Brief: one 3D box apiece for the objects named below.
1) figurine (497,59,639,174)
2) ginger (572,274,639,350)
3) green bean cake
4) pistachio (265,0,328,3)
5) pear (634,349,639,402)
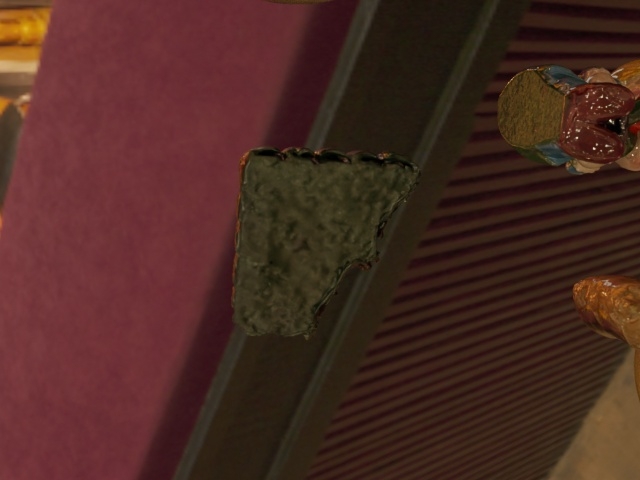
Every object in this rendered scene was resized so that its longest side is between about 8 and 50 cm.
[{"bbox_3d":[0.309,-0.123,0.928,0.185,0.234,0.127,-157,74,-74],"label":"figurine"},{"bbox_3d":[0.333,0.078,1.048,0.095,0.069,0.190,58,174,-8],"label":"ginger"},{"bbox_3d":[0.000,0.000,1.023,0.107,0.194,0.208,-138,53,-77],"label":"green bean cake"},{"bbox_3d":[-0.019,-0.321,1.008,0.138,0.238,0.153,-32,85,49],"label":"pistachio"},{"bbox_3d":[0.501,0.173,1.085,0.253,0.253,0.307,-39,78,42],"label":"pear"}]
